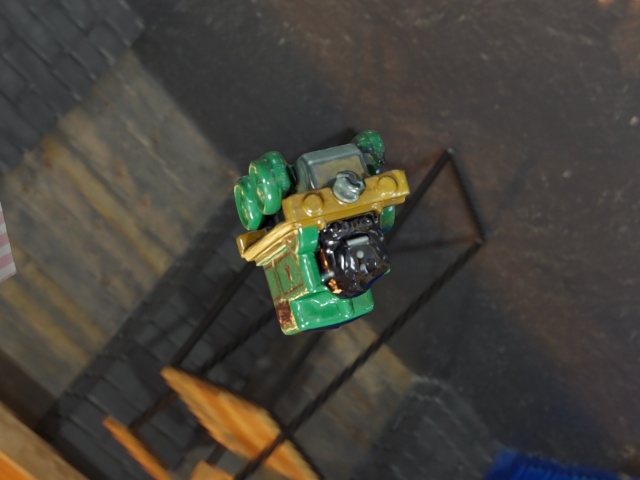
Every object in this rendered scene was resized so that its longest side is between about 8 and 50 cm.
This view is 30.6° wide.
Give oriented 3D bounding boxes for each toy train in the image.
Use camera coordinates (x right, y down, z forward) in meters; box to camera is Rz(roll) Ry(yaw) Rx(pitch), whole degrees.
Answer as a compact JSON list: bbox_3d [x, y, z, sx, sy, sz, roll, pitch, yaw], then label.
[{"bbox_3d":[0.000,0.000,1.637,0.429,0.178,0.249,149,107,-73],"label":"toy train"}]

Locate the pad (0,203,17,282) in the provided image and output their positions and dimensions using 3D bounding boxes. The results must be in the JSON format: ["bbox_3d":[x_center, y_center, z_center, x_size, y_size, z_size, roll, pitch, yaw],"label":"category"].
[{"bbox_3d":[-0.404,-0.053,1.183,0.005,0.202,0.299,10,120,28],"label":"pad"}]
